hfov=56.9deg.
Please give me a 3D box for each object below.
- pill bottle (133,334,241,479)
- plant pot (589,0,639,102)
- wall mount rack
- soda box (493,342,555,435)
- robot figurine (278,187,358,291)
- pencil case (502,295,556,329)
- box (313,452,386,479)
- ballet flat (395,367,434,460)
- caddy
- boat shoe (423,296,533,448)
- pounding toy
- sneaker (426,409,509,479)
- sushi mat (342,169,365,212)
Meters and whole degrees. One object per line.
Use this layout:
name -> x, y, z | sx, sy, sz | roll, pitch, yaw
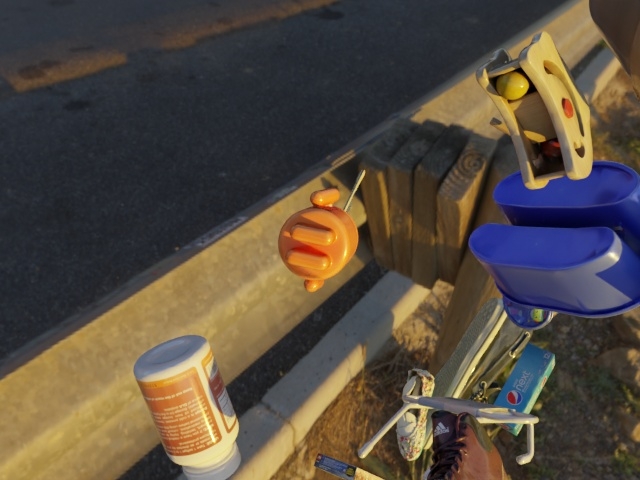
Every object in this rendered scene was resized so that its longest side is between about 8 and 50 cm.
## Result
pill bottle -> -0.201, 0.269, 0.928 | 0.121, 0.216, 0.121 | -15, 15, 4
plant pot -> 0.554, -0.345, 0.858 | 0.323, 0.323, 0.280 | -4, 38, -11
wall mount rack -> 0.265, 0.405, 1.239 | 0.304, 0.130, 0.350 | 9, -11, -31
soda box -> 0.494, 0.362, 1.444 | 0.071, 0.067, 0.210 | 25, 70, 33
robot figurine -> 0.001, -0.002, 1.052 | 0.128, 0.158, 0.219 | -27, 1, 12
pencil case -> 0.553, 0.132, 1.484 | 0.133, 0.119, 0.306 | 30, 23, 28
box -> 0.064, 0.434, 1.090 | 0.094, 0.137, 0.027 | 3, 63, 42
ballet flat -> 0.231, 0.435, 1.512 | 0.091, 0.077, 0.241 | -22, 37, 41
caddy -> 0.434, 0.004, 1.029 | 0.341, 0.179, 0.241 | 6, 61, 55
boat shoe -> 0.435, 0.404, 1.699 | 0.156, 0.500, 0.187 | 31, 6, -3
pounding toy -> 0.301, -0.160, 0.876 | 0.155, 0.269, 0.154 | -13, 45, 43
sneaker -> 0.165, 0.329, 0.841 | 0.281, 0.106, 0.162 | 9, 59, -44
sushi mat -> 0.059, -0.062, 1.624 | 0.019, 0.151, 0.316 | 23, 40, 3
